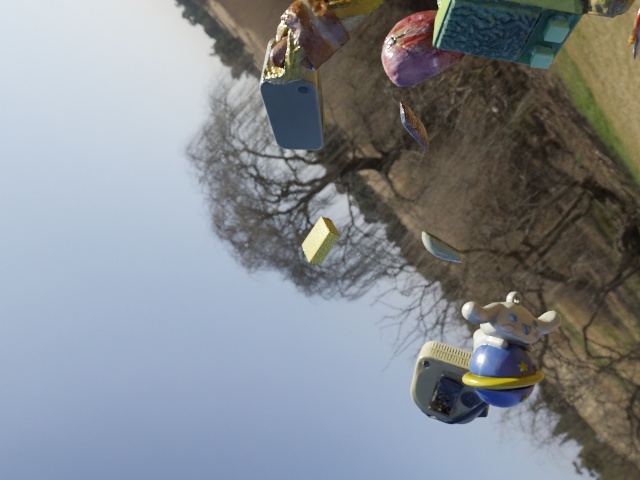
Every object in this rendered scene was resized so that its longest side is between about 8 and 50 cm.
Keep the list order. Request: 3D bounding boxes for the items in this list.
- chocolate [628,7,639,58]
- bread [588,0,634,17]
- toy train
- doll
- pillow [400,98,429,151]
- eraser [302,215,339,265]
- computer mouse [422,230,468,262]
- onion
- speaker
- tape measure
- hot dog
[{"bbox_3d":[0.645,-0.426,0.949,0.147,0.221,0.221,13,177,22],"label":"chocolate"},{"bbox_3d":[0.845,-0.776,1.697,0.152,0.130,0.267,-11,-148,-41],"label":"bread"},{"bbox_3d":[0.321,-0.420,0.954,0.271,0.188,0.159,10,155,-1],"label":"toy train"},{"bbox_3d":[0.436,0.249,1.251,0.311,0.159,0.243,-7,-104,-31],"label":"doll"},{"bbox_3d":[0.307,-0.375,1.773,0.185,0.043,0.118,39,-143,-45],"label":"pillow"},{"bbox_3d":[0.000,0.000,1.656,0.045,0.122,0.097,20,-154,-28],"label":"eraser"},{"bbox_3d":[0.417,0.033,1.845,0.181,0.056,0.089,32,-162,16],"label":"computer mouse"},{"bbox_3d":[0.290,-0.534,1.420,0.120,0.283,0.227,53,-155,-46],"label":"onion"},{"bbox_3d":[-0.078,-0.477,1.796,0.406,0.183,0.184,78,-166,-69],"label":"speaker"},{"bbox_3d":[0.406,0.444,1.595,0.271,0.231,0.133,13,-155,17],"label":"tape measure"},{"bbox_3d":[-0.014,-0.368,0.933,0.093,0.261,0.123,30,-155,-49],"label":"hot dog"}]
